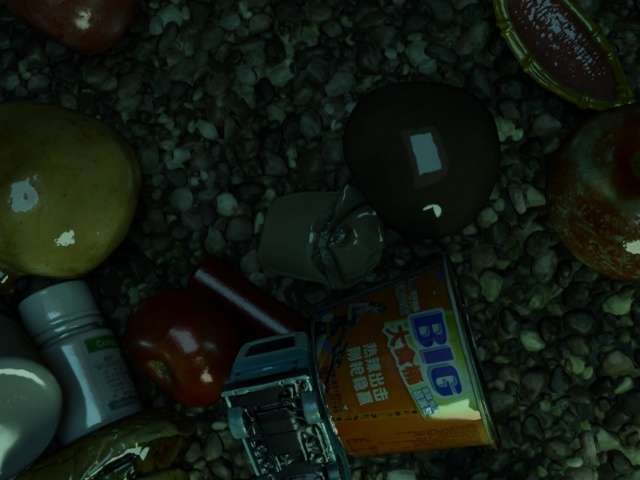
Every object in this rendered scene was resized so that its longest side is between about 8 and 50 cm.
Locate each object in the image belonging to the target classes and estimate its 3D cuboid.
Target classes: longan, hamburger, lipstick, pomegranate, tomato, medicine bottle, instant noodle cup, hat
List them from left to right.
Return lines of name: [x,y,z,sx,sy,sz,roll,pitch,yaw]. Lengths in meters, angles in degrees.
medicine bottle: [-0.533,0.182,1.143,0.208,0.208,0.340,-54,45,-3]
pomegranate: [-0.419,-0.080,1.204,0.307,0.307,0.307,0,84,4]
tomato: [-0.398,-0.409,1.264,0.208,0.208,0.184,26,93,7]
medicine bottle: [-0.381,0.191,1.232,0.139,0.139,0.236,-26,76,1]
hamburger: [-0.314,0.347,1.145,0.285,0.265,0.134,-25,80,-1]
tomato: [-0.204,0.160,1.202,0.195,0.195,0.136,38,53,7]
lipstick: [-0.101,0.116,1.248,0.241,0.080,0.080,34,87,7]
hat: [0.000,0.000,1.270,0.173,0.144,0.166,0,74,49]
instant noodle cup: [0.121,0.182,1.133,0.214,0.296,0.296,-15,83,10]
longan: [0.156,-0.121,1.187,0.246,0.215,0.246,-7,62,14]
tomato: [0.472,-0.064,1.154,0.270,0.222,0.270,-4,61,8]

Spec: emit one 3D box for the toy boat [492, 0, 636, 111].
toy boat: [0.381,-0.318,1.253,0.141,0.099,0.318,-39,80,-4]

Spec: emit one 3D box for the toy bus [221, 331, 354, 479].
toy bus: [-0.038,0.277,1.155,0.133,0.164,0.271,-13,115,8]
